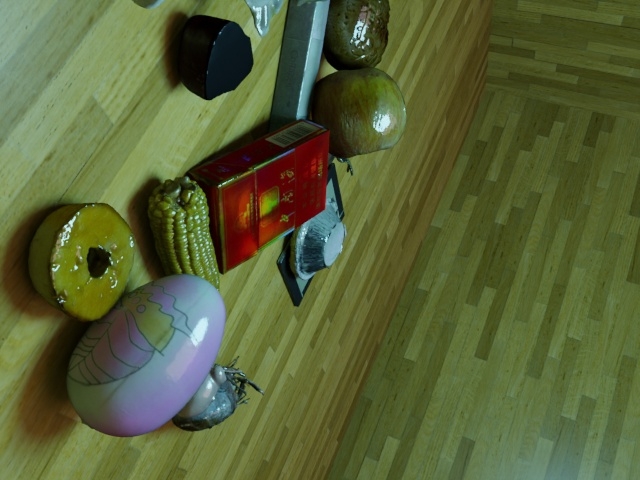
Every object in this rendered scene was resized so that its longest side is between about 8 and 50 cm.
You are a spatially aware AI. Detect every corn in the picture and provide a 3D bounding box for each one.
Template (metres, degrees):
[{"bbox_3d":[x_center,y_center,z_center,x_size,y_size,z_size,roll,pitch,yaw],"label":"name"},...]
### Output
[{"bbox_3d":[-0.231,0.025,1.078,0.102,0.101,0.313,-56,155,-39],"label":"corn"}]

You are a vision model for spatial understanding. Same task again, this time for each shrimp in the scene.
[{"bbox_3d":[-0.214,0.328,1.350,0.145,0.116,0.343,-33,179,11],"label":"shrimp"}]

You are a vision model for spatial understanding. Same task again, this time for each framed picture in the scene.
[{"bbox_3d":[-0.017,-0.013,1.743,0.347,0.016,0.265,-63,158,-25],"label":"framed picture"}]

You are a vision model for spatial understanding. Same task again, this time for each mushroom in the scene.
[{"bbox_3d":[0.077,-0.500,1.388,0.253,0.153,0.253,6,90,-77],"label":"mushroom"}]

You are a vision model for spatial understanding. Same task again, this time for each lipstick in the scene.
[{"bbox_3d":[-0.045,-0.364,1.295,0.068,0.066,0.318,-25,129,-62],"label":"lipstick"}]

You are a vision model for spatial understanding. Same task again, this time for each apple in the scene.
[{"bbox_3d":[0.083,-0.281,1.361,0.211,0.211,0.188,-29,111,-63],"label":"apple"}]

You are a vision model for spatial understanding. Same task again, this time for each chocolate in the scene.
[{"bbox_3d":[-0.178,-0.292,0.990,0.125,0.080,0.148,-61,168,3],"label":"chocolate"}]

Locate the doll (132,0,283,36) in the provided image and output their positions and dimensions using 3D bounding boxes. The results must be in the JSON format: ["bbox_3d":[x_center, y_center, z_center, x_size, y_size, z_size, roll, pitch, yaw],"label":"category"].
[{"bbox_3d":[-0.118,-0.467,0.819,0.423,0.161,0.348,-12,122,-56],"label":"doll"}]

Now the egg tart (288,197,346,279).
[{"bbox_3d":[0.000,0.000,1.643,0.234,0.094,0.234,-50,151,-42],"label":"egg tart"}]

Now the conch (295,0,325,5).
[{"bbox_3d":[-0.004,-0.567,1.065,0.324,0.186,0.263,-35,132,-19],"label":"conch"}]

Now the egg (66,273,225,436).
[{"bbox_3d":[-0.261,0.171,0.949,0.271,0.196,0.196,-50,158,-1],"label":"egg"}]

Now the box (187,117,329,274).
[{"bbox_3d":[-0.111,-0.094,1.220,0.313,0.089,0.198,-34,140,-40],"label":"box"}]

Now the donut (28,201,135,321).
[{"bbox_3d":[-0.333,0.024,0.858,0.178,0.065,0.162,76,31,-54],"label":"donut"}]

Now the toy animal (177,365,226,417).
[{"bbox_3d":[-0.282,0.229,1.139,0.212,0.124,0.124,48,56,-30],"label":"toy animal"}]

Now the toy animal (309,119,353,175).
[{"bbox_3d":[0.011,-0.223,1.556,0.214,0.093,0.186,-32,132,-51],"label":"toy animal"}]
